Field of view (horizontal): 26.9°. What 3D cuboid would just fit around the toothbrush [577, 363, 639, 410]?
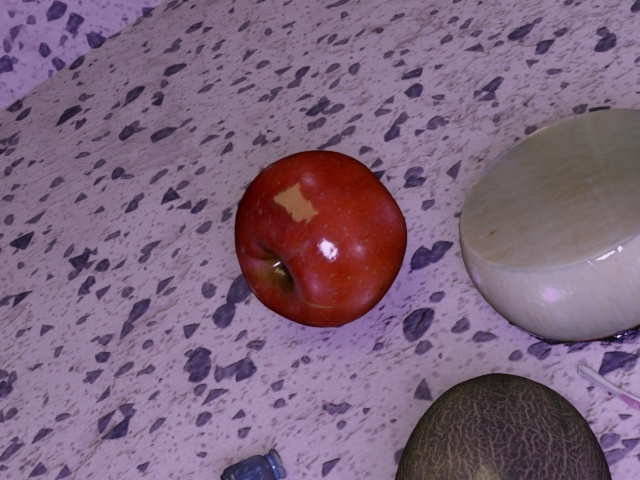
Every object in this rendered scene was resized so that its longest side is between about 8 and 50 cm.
[{"bbox_3d":[0.380,0.192,1.607,0.022,0.017,0.204,-23,29,-24],"label":"toothbrush"}]

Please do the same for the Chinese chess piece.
[{"bbox_3d":[0.359,-0.023,1.789,0.349,0.146,0.349,-22,34,16],"label":"Chinese chess piece"}]

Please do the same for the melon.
[{"bbox_3d":[0.197,0.278,1.437,0.237,0.237,0.302,-19,35,19],"label":"melon"}]

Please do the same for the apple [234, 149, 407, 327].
[{"bbox_3d":[0.000,0.000,1.960,0.216,0.260,0.260,-32,28,-35],"label":"apple"}]

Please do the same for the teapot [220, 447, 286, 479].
[{"bbox_3d":[-0.089,0.317,1.785,0.083,0.063,0.049,-21,60,-18],"label":"teapot"}]
